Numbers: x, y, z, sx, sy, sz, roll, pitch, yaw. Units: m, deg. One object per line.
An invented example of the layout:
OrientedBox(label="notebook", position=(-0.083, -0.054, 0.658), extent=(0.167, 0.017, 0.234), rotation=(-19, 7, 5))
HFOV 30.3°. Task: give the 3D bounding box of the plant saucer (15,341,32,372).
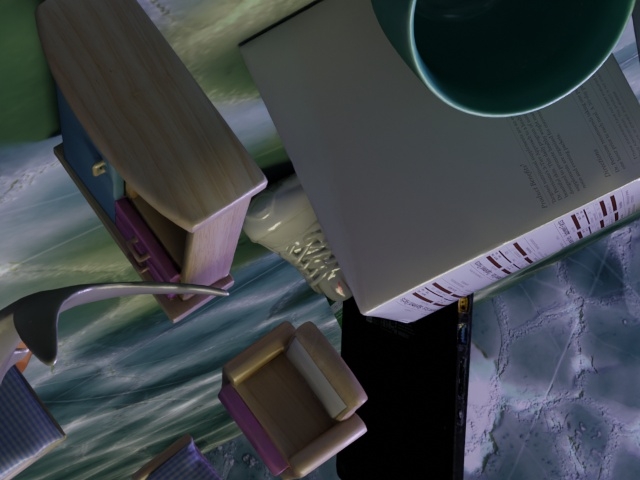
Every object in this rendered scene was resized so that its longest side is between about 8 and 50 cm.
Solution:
OrientedBox(label="plant saucer", position=(-0.365, 0.134, 1.141), extent=(0.200, 0.037, 0.200), rotation=(-25, 169, -5))

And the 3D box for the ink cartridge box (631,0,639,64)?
OrientedBox(label="ink cartridge box", position=(0.335, -0.180, 0.534), extent=(0.279, 0.161, 0.385), rotation=(-6, 173, -8))

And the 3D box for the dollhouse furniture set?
OrientedBox(label="dollhouse furniture set", position=(-0.171, 0.064, 0.616), extent=(0.303, 0.286, 0.198), rotation=(-34, 171, -16))

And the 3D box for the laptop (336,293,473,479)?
OrientedBox(label="laptop", position=(0.176, 0.074, 1.148), extent=(0.236, 0.408, 0.382), rotation=(2, -177, -12))

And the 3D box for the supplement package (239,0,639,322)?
OrientedBox(label="supplement package", position=(0.092, -0.075, 0.776), extent=(0.203, 0.194, 0.149), rotation=(-27, 168, 11))

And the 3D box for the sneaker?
OrientedBox(label="sneaker", position=(0.000, 0.000, 1.111), extent=(0.090, 0.115, 0.232), rotation=(-29, 168, 17))

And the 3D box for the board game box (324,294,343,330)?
OrientedBox(label="board game box", position=(0.088, 0.072, 1.568), extent=(0.030, 0.136, 0.259), rotation=(-21, 168, -31))

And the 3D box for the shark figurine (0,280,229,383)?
OrientedBox(label="shark figurine", position=(-0.159, 0.118, 0.569), extent=(0.116, 0.166, 0.278), rotation=(18, 100, -46))

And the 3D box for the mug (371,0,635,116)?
OrientedBox(label="mug", position=(0.102, -0.152, 0.640), extent=(0.157, 0.097, 0.129), rotation=(-31, 127, 1))
